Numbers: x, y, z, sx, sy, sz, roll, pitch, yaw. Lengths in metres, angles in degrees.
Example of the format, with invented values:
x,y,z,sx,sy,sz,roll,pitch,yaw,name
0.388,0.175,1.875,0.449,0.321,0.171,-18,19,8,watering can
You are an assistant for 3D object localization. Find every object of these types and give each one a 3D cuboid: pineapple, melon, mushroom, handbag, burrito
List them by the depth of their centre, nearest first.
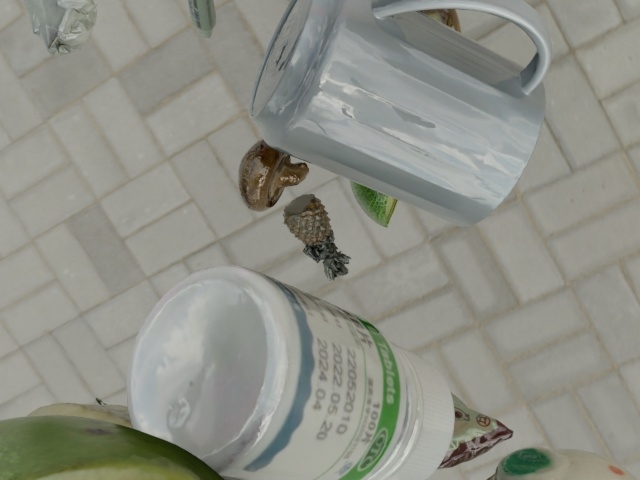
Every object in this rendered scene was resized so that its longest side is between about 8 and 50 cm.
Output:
x,y,z,sx,sy,sz,roll,pitch,yaw,name
0.095,0.253,1.121,0.235,0.213,0.127,-24,120,-16,handbag
-0.079,-0.099,1.263,0.109,0.126,0.085,-38,75,-9,mushroom
-0.491,-0.528,1.415,0.139,0.101,0.446,-9,105,54,burrito
0.000,0.000,1.417,0.074,0.074,0.159,-18,122,20,pineapple
0.119,-0.178,1.722,0.129,0.169,0.265,22,88,11,melon

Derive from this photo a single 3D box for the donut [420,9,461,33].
x,y,z,sx,sy,sz,roll,pitch,yaw,name
0.094,-0.296,1.369,0.160,0.330,0.330,20,114,57,donut

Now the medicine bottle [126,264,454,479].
x,y,z,sx,sy,sz,roll,pitch,yaw,name
-0.007,0.111,0.610,0.139,0.237,0.139,-16,63,34,medicine bottle

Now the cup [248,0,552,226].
x,y,z,sx,sy,sz,roll,pitch,yaw,name
0.111,-0.204,1.094,0.326,0.237,0.323,23,138,-17,cup

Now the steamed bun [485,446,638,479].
x,y,z,sx,sy,sz,roll,pitch,yaw,name
0.192,0.273,0.766,0.130,0.177,0.228,22,144,-9,steamed bun

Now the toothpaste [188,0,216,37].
x,y,z,sx,sy,sz,roll,pitch,yaw,name
-0.174,-0.364,1.230,0.037,0.255,0.067,-26,77,-10,toothpaste

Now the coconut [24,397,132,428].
x,y,z,sx,sy,sz,roll,pitch,yaw,name
-0.206,0.298,0.701,0.322,0.323,0.323,5,109,14,coconut

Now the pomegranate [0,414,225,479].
x,y,z,sx,sy,sz,roll,pitch,yaw,name
-0.168,0.221,0.411,0.340,0.260,0.261,-7,110,-22,pomegranate
